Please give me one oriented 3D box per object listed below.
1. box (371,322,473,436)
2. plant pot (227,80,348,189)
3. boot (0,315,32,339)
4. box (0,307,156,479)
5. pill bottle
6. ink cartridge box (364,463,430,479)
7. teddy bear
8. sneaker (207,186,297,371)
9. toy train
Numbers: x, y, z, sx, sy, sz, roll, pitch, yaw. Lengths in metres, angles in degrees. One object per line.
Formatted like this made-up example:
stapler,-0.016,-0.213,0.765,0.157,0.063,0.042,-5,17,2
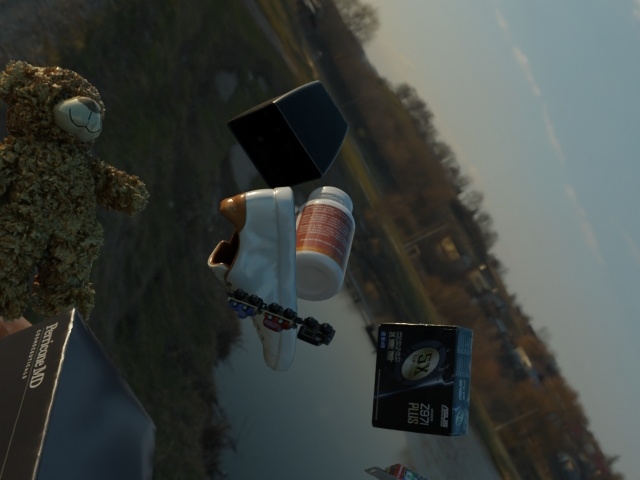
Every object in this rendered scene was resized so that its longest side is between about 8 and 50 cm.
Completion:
box,0.173,0.234,1.395,0.077,0.147,0.180,20,73,-58
plant pot,-0.054,-0.242,1.786,0.187,0.167,0.188,-12,-61,51
boot,-0.569,0.120,1.232,0.280,0.096,0.264,50,21,11
box,-0.324,0.269,0.693,0.343,0.312,0.179,-102,169,-58
pill bottle,0.000,0.000,1.545,0.121,0.121,0.216,59,30,-34
ink cartridge box,0.145,0.438,1.527,0.115,0.029,0.063,30,-29,-7
teddy bear,-0.335,-0.055,1.024,0.245,0.338,0.113,31,-20,-29
sneaker,-0.095,0.060,1.166,0.106,0.123,0.290,-107,-166,-63
toy train,-0.056,0.102,1.076,0.158,0.036,0.027,20,-10,19
